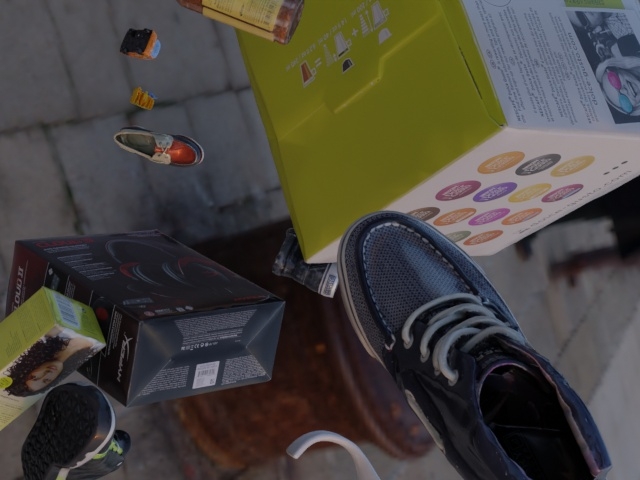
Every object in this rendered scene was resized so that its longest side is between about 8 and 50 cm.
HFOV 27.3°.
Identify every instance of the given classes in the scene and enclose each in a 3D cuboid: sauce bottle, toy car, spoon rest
[{"bbox_3d":[-0.076,-0.184,0.968,0.042,0.128,0.042,23,90,-87],"label":"sauce bottle"},{"bbox_3d":[-0.228,-0.212,1.663,0.040,0.060,0.122,29,59,-43],"label":"toy car"},{"bbox_3d":[0.074,0.411,2.235,0.276,0.084,0.137,39,-8,-13],"label":"spoon rest"}]

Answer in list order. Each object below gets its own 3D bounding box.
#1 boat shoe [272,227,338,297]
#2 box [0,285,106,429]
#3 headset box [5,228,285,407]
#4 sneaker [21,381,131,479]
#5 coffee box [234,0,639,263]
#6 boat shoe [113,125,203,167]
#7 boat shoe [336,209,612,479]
[{"bbox_3d":[0.000,0.000,1.623,0.183,0.083,0.065,-63,174,-62],"label":"boat shoe"},{"bbox_3d":[-0.348,0.149,1.434,0.087,0.232,0.058,31,26,-51],"label":"box"},{"bbox_3d":[-0.223,0.078,1.584,0.218,0.293,0.110,-5,113,-43],"label":"headset box"},{"bbox_3d":[-0.242,0.202,1.381,0.097,0.234,0.084,-6,70,-31],"label":"sneaker"},{"bbox_3d":[0.151,-0.193,1.519,0.334,0.337,0.338,-1,67,-41],"label":"coffee box"},{"bbox_3d":[-0.239,-0.139,1.952,0.043,0.137,0.049,-25,132,-68],"label":"boat shoe"},{"bbox_3d":[0.119,0.086,1.037,0.341,0.127,0.158,56,-12,25],"label":"boat shoe"}]
